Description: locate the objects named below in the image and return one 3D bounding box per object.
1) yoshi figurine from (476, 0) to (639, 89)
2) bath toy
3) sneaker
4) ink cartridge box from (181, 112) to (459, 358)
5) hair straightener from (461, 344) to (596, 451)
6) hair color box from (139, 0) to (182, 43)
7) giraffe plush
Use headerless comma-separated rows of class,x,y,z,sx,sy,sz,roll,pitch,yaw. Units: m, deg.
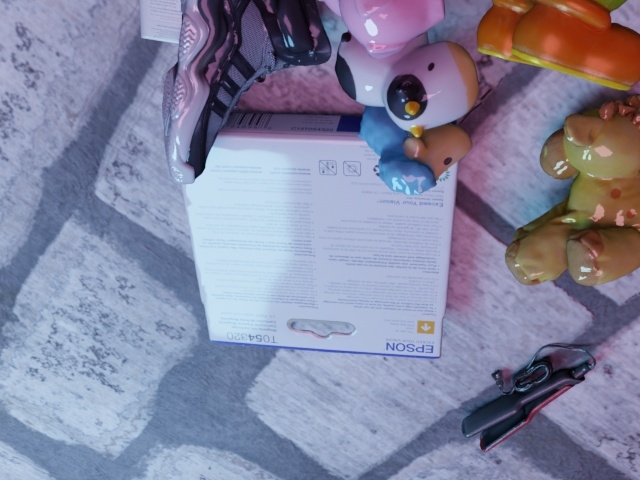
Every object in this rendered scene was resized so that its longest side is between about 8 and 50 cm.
yoshi figurine,0.254,-0.303,0.535,0.204,0.203,0.362,23,111,28
bath toy,0.050,-0.197,0.617,0.151,0.129,0.348,14,149,31
sneaker,-0.075,-0.174,0.731,0.153,0.101,0.268,5,119,-20
ink cartridge box,0.000,0.000,0.894,0.324,0.071,0.330,3,127,8
hair straightener,0.285,0.217,1.004,0.089,0.047,0.230,37,123,-16
hair color box,-0.151,-0.280,0.741,0.072,0.043,0.141,11,127,3
giraffe plush,0.295,-0.060,0.752,0.210,0.181,0.170,-10,101,30
